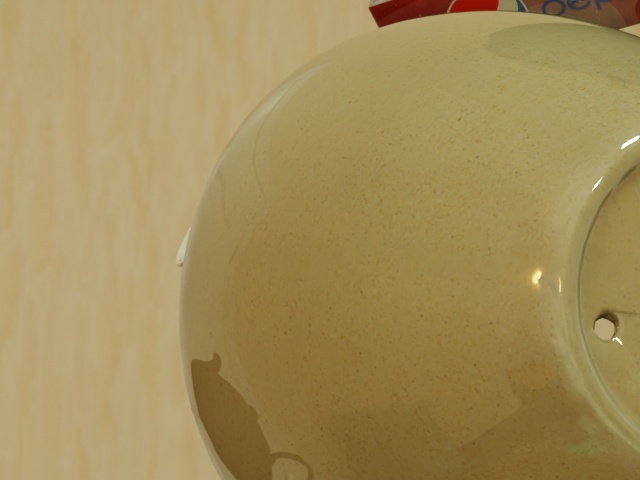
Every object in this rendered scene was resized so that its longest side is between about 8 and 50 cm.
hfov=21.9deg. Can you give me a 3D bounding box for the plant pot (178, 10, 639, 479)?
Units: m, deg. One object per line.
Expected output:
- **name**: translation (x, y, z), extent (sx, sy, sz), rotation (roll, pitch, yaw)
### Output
- **plant pot**: translation (0.105, 0.028, 0.688), extent (0.284, 0.284, 0.191), rotation (4, -7, -23)

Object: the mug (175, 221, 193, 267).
- **mug**: translation (0.000, 0.003, 1.266), extent (0.169, 0.150, 0.113), rotation (35, 4, -12)

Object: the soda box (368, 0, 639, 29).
- **soda box**: translation (0.175, -0.209, 1.299), extent (0.263, 0.083, 0.092), rotation (-14, -52, 21)
